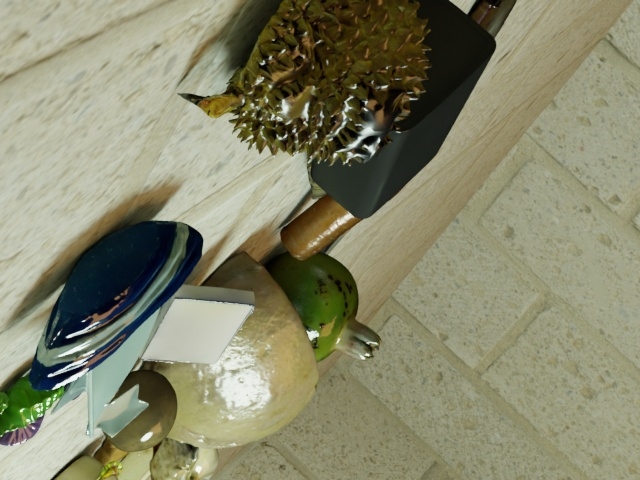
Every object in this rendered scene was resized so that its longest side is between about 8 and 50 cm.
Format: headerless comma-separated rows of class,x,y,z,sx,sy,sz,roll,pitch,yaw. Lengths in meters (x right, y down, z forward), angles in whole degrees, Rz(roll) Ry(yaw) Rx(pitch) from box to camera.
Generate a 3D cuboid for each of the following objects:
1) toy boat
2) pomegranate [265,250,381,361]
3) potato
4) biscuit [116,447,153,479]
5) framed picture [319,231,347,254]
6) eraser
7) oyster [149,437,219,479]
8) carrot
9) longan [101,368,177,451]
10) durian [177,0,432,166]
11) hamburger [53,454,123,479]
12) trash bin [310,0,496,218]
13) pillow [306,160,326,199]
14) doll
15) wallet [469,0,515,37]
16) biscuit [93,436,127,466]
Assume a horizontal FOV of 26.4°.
toy boat,-0.205,0.107,1.283,0.210,0.070,0.291,-30,150,-53
pomegranate,-0.003,0.108,2.007,0.180,0.210,0.180,-59,167,-22
potato,-0.117,0.177,1.816,0.211,0.189,0.264,-43,171,-26
biscuit,-0.332,0.411,2.336,0.188,0.056,0.052,-48,173,15
framed picture,0.001,0.001,2.207,0.192,0.018,0.265,-49,172,9
eraser,-0.151,0.105,1.662,0.104,0.023,0.150,6,144,-23
oyster,-0.173,0.262,2.021,0.271,0.100,0.275,-2,100,-73
carrot,0.040,-0.054,1.826,0.225,0.067,0.067,-37,178,31
longan,-0.234,0.213,1.749,0.106,0.106,0.119,-49,-157,15
durian,0.007,-0.134,1.124,0.237,0.138,0.193,-40,170,-36
hamburger,-0.343,0.368,1.961,0.141,0.081,0.126,-38,168,-45
trash bin,0.077,-0.142,1.489,0.165,0.115,0.225,-44,168,-24
pillow,0.025,-0.108,1.706,0.113,0.038,0.203,-48,173,-5
doll,-0.280,0.148,1.343,0.190,0.050,0.115,-36,158,-36
wallet,0.219,-0.286,1.887,0.137,0.031,0.255,-42,172,-33
biscuit,-0.250,0.261,2.085,0.212,0.041,0.239,-53,170,24
